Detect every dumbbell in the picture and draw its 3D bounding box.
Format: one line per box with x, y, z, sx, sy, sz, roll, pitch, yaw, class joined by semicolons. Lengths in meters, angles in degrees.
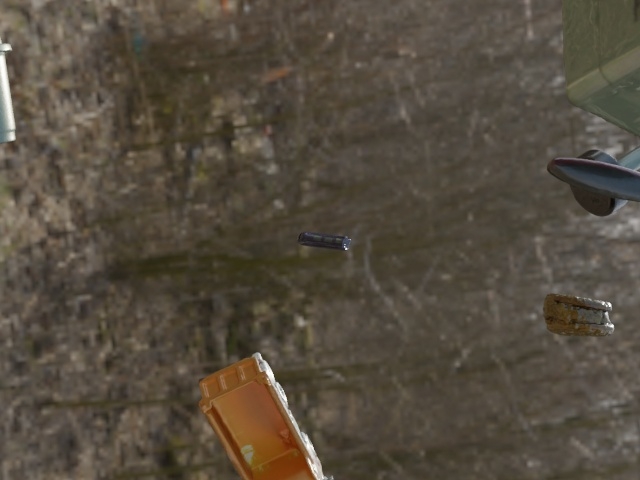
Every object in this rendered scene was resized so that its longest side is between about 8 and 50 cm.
0.464;-0.118;1.913;0.100;0.191;0.100;43;-29;31;dumbbell

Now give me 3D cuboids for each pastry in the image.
0.367;0.107;1.840;0.097;0.109;0.057;162;-66;-72;pastry

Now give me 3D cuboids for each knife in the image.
0.300;-0.029;1.066;0.018;0.247;0.035;128;-27;-62;knife

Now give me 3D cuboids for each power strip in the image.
0.305;-0.180;0.961;0.224;0.139;0.140;-28;-132;48;power strip

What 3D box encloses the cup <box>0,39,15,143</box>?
-0.439;-0.186;1.639;0.120;0.120;0.141;-61;137;-83;cup

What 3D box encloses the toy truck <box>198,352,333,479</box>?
-0.074;0.275;1.787;0.135;0.114;0.270;-113;178;-56;toy truck

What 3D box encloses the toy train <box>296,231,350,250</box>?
0.000;0.000;1.666;0.017;0.083;0.017;34;69;-51;toy train
